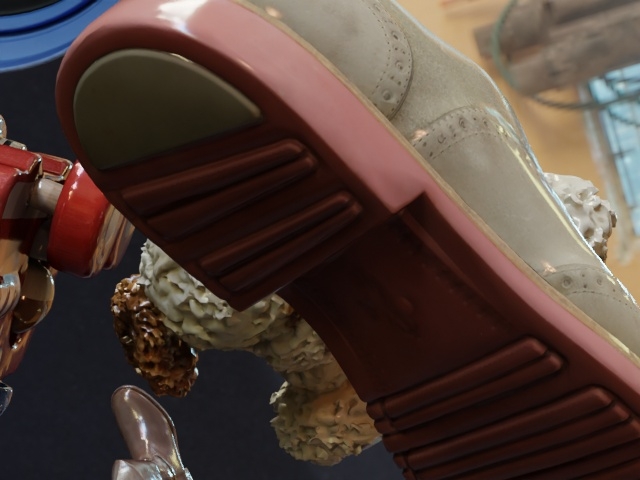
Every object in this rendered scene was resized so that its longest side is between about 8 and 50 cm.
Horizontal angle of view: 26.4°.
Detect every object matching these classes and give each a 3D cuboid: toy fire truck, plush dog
[{"bbox_3d":[-0.260,0.030,1.090,0.302,0.169,0.253,-153,-98,-89],"label":"toy fire truck"},{"bbox_3d":[0.000,0.000,0.778,0.225,0.262,0.210,-5,60,-55],"label":"plush dog"}]

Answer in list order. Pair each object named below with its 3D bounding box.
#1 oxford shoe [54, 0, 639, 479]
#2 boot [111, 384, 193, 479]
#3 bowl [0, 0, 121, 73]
[{"bbox_3d":[0.068,0.011,0.511,0.348,0.123,0.130,46,45,-22],"label":"oxford shoe"},{"bbox_3d":[-0.128,0.150,0.946,0.106,0.037,0.114,56,9,8],"label":"boot"},{"bbox_3d":[-0.316,-0.328,1.145,0.077,0.391,0.391,-74,148,-56],"label":"bowl"}]
